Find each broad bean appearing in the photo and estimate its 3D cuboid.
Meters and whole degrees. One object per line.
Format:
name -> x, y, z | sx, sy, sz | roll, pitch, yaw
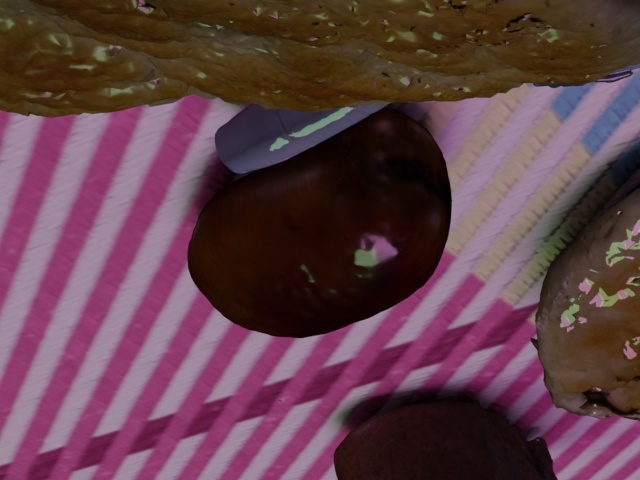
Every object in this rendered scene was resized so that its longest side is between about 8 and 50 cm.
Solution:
broad bean -> 0.000, 0.000, 0.955 | 0.114, 0.084, 0.165 | 32, 143, -28

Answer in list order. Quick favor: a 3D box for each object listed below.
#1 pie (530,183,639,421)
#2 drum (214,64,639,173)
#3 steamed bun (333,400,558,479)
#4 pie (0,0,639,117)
pie -> 0.268, 0.029, 1.076 | 0.339, 0.077, 0.339 | -6, 153, -3
drum -> 0.049, -0.093, 0.811 | 0.253, 0.049, 0.130 | -17, 152, 19
steamed bun -> 0.101, 0.180, 1.266 | 0.106, 0.145, 0.175 | -42, 142, 25
pie -> -0.065, -0.095, 0.665 | 0.371, 0.078, 0.296 | 4, 172, -4
